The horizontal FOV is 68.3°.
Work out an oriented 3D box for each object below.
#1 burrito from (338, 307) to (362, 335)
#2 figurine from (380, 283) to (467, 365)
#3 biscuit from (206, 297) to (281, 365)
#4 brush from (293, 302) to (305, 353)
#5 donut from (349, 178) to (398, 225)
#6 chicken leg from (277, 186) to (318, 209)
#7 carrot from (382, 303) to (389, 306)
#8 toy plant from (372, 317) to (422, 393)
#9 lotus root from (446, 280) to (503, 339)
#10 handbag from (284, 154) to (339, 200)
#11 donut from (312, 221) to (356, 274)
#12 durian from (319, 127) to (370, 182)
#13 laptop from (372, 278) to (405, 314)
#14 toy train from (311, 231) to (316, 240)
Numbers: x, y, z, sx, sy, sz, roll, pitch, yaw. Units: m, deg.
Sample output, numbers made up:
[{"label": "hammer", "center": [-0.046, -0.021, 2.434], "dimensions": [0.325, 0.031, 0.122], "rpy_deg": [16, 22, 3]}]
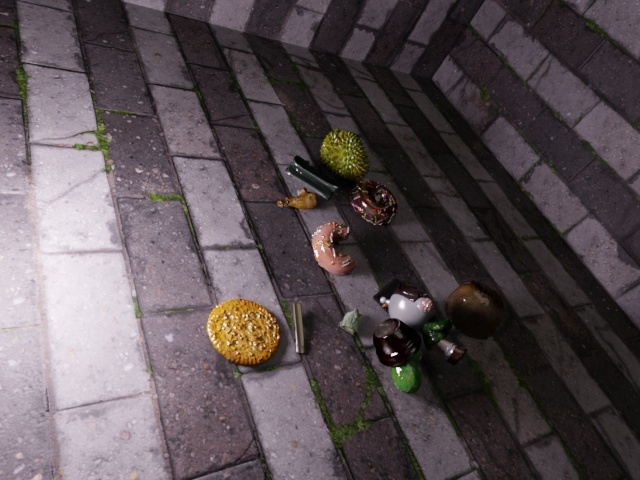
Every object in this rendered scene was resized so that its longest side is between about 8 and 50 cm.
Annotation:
[{"label": "burrito", "center": [0.120, 0.301, 1.788], "dimensions": [0.074, 0.044, 0.118], "rpy_deg": [31, 44, 2]}, {"label": "figurine", "center": [0.399, 0.318, 1.819], "dimensions": [0.167, 0.281, 0.370], "rpy_deg": [-38, 66, -14]}, {"label": "biscuit", "center": [-0.246, 0.295, 1.552], "dimensions": [0.254, 0.035, 0.254], "rpy_deg": [19, 42, -18]}, {"label": "brush", "center": [-0.079, 0.310, 1.661], "dimensions": [0.034, 0.027, 0.190], "rpy_deg": [8, 54, -23]}, {"label": "donut", "center": [0.269, -0.194, 2.332], "dimensions": [0.269, 0.103, 0.270], "rpy_deg": [20, 41, -19]}, {"label": "chicken leg", "center": [-0.100, -0.181, 2.083], "dimensions": [0.207, 0.085, 0.101], "rpy_deg": [-8, 81, -35]}, {"label": "carrot", "center": [0.342, 0.250, 1.968], "dimensions": [0.216, 0.048, 0.048], "rpy_deg": [-12, 58, -32]}, {"label": "toy plant", "center": [0.295, 0.412, 1.713], "dimensions": [0.235, 0.175, 0.218], "rpy_deg": [57, 32, -13]}, {"label": "lotus root", "center": [0.703, 0.286, 2.101], "dimensions": [0.272, 0.192, 0.272], "rpy_deg": [17, 36, -13]}, {"label": "handbag", "center": [-0.034, -0.295, 2.184], "dimensions": [0.247, 0.079, 0.260], "rpy_deg": [32, 15, -6]}, {"label": "donut", "center": [0.061, 0.024, 1.953], "dimensions": [0.199, 0.085, 0.233], "rpy_deg": [9, 61, -32]}, {"label": "durian", "center": [0.116, -0.415, 2.346], "dimensions": [0.224, 0.291, 0.291], "rpy_deg": [-34, 70, -11]}, {"label": "laptop", "center": [0.316, 0.243, 1.998], "dimensions": [0.135, 0.016, 0.197], "rpy_deg": [44, 41, 13]}, {"label": "toy train", "center": [0.000, 0.000, 2.011], "dimensions": [0.083, 0.033, 0.053], "rpy_deg": [45, 37, 11]}]
